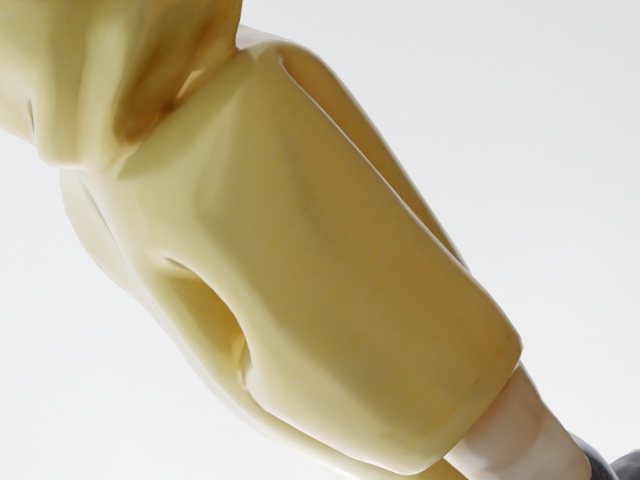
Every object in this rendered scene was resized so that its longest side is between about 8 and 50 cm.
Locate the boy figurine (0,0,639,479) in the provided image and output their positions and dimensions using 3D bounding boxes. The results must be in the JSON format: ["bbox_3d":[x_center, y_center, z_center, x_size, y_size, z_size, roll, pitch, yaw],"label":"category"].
[{"bbox_3d":[0.000,0.000,0.384,0.092,0.177,0.285,-39,-69,-3],"label":"boy figurine"}]
